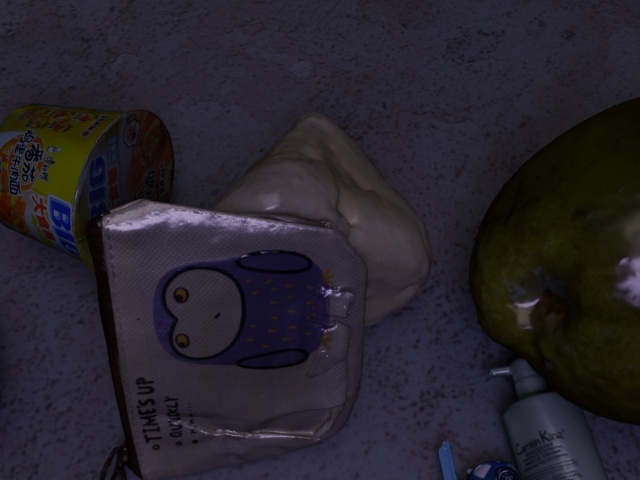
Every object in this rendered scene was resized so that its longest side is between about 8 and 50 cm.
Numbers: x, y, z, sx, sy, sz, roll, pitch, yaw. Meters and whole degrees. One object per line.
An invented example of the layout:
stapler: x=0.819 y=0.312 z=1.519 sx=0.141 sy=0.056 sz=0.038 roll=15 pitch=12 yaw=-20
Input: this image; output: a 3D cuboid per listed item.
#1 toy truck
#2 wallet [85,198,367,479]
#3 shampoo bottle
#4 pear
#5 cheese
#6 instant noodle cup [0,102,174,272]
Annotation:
toy truck: x=0.159 y=0.253 z=0.797 sx=0.090 sy=0.056 sz=0.073 roll=26 pitch=69 yaw=29
wallet: x=-0.090 y=0.113 z=0.749 sx=0.275 sy=0.335 sz=0.068 roll=-5 pitch=27 yaw=-12
shampoo bottle: x=0.250 y=0.244 z=0.784 sx=0.085 sy=0.085 sz=0.262 roll=-8 pitch=59 yaw=-7
pear: x=0.361 y=0.013 z=0.787 sx=0.414 sy=0.352 sz=0.352 roll=-18 pitch=60 yaw=-28
cheese: x=-0.001 y=0.002 z=0.846 sx=0.248 sy=0.173 sz=0.251 roll=46 pitch=21 yaw=-1
instant noodle cup: x=-0.288 y=-0.069 z=0.908 sx=0.153 sy=0.205 sz=0.205 roll=13 pitch=58 yaw=18
